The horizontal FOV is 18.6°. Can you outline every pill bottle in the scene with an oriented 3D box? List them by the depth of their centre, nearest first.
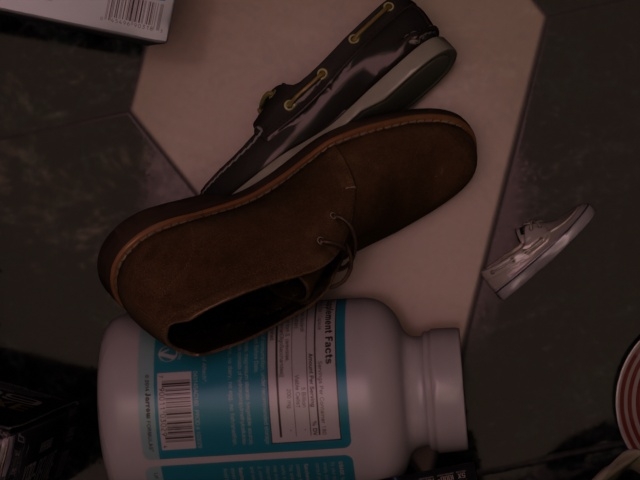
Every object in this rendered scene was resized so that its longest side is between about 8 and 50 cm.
[{"bbox_3d":[-0.025,0.118,1.447,0.264,0.146,0.146,-3,90,4],"label":"pill bottle"}]

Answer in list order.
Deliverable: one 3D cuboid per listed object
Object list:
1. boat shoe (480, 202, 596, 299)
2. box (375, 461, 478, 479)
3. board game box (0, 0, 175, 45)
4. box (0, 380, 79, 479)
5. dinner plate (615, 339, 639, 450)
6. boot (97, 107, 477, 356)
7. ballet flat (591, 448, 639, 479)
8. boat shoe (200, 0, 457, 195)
[{"bbox_3d":[0.165,0.001,1.489,0.100,0.035,0.035,-42,90,10],"label":"boat shoe"},{"bbox_3d":[0.059,0.260,1.427,0.147,0.077,0.180,-11,132,3],"label":"box"},{"bbox_3d":[-0.197,-0.314,1.441,0.224,0.097,0.303,12,93,-13],"label":"board game box"},{"bbox_3d":[-0.350,0.124,1.423,0.308,0.242,0.076,14,91,5],"label":"box"},{"bbox_3d":[0.295,0.123,1.488,0.141,0.017,0.141,0,91,5],"label":"dinner plate"},{"bbox_3d":[0.000,0.000,1.420,0.305,0.115,0.112,-24,131,-20],"label":"boot"},{"bbox_3d":[0.281,0.182,1.378,0.409,0.147,0.147,-27,88,-27],"label":"ballet flat"},{"bbox_3d":[-0.005,-0.095,1.481,0.228,0.081,0.068,-38,74,4],"label":"boat shoe"}]
